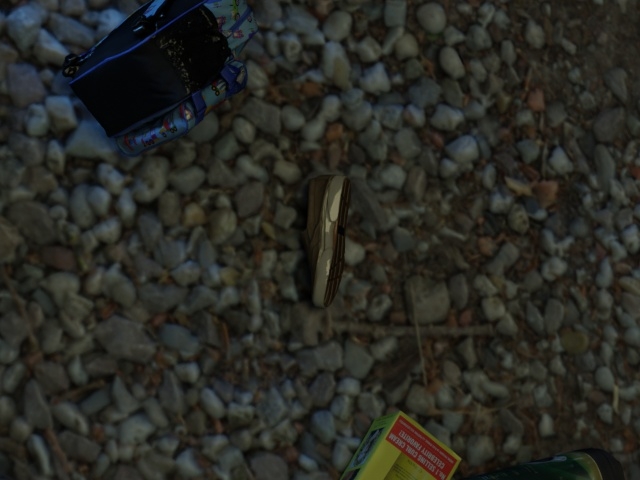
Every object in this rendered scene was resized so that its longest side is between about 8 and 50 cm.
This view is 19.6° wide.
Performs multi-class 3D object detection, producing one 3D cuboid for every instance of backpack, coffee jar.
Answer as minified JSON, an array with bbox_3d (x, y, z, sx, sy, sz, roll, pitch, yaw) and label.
[{"bbox_3d":[-0.132,-0.178,1.749,0.117,0.158,0.173,55,49,-13],"label":"backpack"},{"bbox_3d":[0.209,0.258,1.824,0.184,0.096,0.079,-10,84,-27],"label":"coffee jar"}]

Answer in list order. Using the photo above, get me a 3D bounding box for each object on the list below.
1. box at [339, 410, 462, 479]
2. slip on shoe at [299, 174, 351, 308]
[{"bbox_3d":[0.040,0.280,1.757,0.087,0.058,0.232,40,63,-11],"label":"box"},{"bbox_3d":[0.000,0.000,1.825,0.041,0.051,0.135,4,80,16],"label":"slip on shoe"}]
